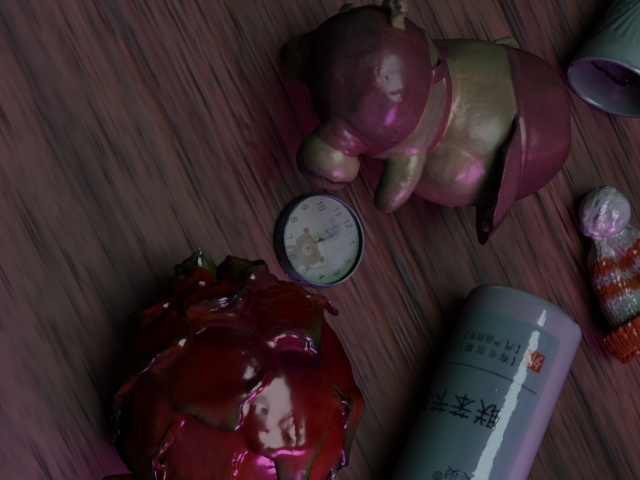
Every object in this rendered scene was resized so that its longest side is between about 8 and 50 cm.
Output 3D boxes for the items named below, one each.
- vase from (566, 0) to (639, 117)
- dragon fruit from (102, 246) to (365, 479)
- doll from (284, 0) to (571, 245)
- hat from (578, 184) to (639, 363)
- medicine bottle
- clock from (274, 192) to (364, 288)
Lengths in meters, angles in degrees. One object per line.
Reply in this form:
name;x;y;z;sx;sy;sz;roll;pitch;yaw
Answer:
vase;0.321;-0.233;1.630;0.096;0.096;0.219;36;68;-23
dragon fruit;-0.065;0.139;1.338;0.192;0.193;0.274;-15;95;-56
doll;0.098;-0.103;1.455;0.256;0.152;0.196;13;80;-28
hat;0.292;0.026;1.610;0.112;0.093;0.162;-23;80;-39
medicine bottle;0.117;0.214;1.469;0.110;0.110;0.352;32;72;-24
clock;0.000;0.000;1.471;0.085;0.017;0.085;2;85;-30
